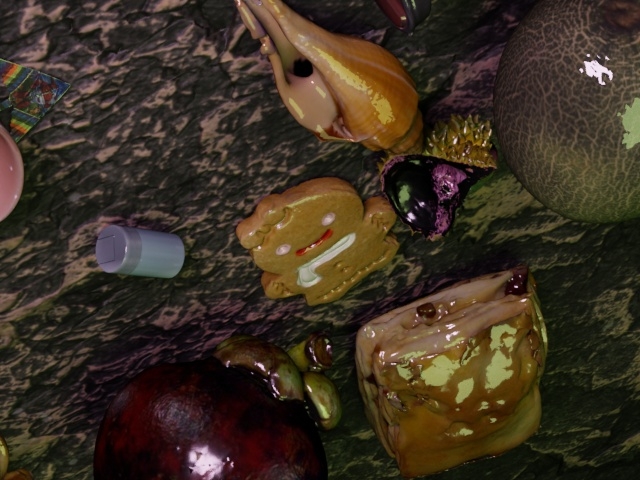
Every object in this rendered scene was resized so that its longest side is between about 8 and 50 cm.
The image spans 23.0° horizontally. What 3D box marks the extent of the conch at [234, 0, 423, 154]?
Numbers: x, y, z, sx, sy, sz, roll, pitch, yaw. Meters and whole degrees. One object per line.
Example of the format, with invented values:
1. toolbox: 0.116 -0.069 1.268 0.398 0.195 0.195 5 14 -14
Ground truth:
1. conch: 0.009 -0.174 1.553 0.109 0.093 0.330 -25 132 28

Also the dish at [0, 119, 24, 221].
1. dish: -0.370 -0.068 1.379 0.213 0.090 0.213 -22 151 -13

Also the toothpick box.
1. toothpick box: -0.192 0.013 1.674 0.083 0.052 0.052 9 132 -47

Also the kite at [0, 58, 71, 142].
1. kite: -0.273 -0.132 1.446 0.090 0.004 0.122 -21 148 -13

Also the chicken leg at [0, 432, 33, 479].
1. chicken leg: -0.531 0.305 1.739 0.429 0.153 0.201 -32 157 18

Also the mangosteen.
1. mangosteen: -0.120 0.257 1.878 0.311 0.311 0.311 -21 148 -14

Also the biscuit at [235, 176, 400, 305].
1. biscuit: 0.001 0.002 1.834 0.184 0.035 0.249 -33 148 6

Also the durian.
1. durian: 0.136 -0.094 1.775 0.108 0.119 0.187 -57 177 -32

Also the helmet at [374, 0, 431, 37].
1. helmet: 0.109 -0.294 1.342 0.189 0.193 0.216 -26 -168 -12

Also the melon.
1. melon: 0.302 -0.144 1.674 0.237 0.237 0.302 -23 150 -11

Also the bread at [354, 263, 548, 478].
1. bread: 0.194 0.192 2.136 0.277 0.167 0.324 -22 149 -13
